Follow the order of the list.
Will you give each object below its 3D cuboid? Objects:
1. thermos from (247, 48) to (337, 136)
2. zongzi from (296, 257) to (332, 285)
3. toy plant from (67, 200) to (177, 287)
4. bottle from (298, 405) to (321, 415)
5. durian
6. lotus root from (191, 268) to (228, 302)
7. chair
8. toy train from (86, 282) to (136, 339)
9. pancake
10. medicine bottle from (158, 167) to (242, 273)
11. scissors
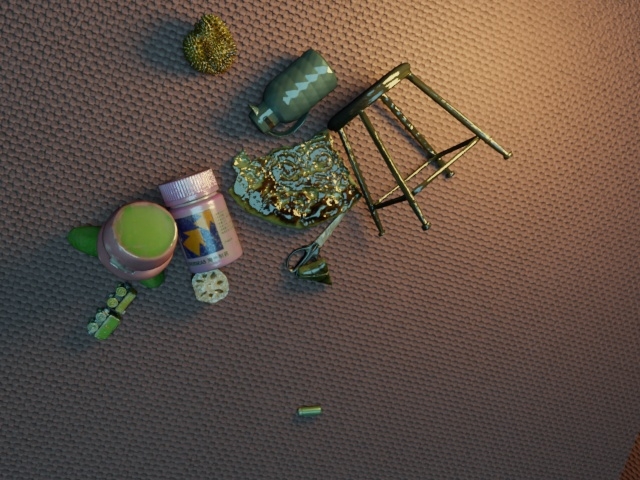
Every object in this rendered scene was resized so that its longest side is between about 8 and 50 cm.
[{"bbox_3d":[-0.088,-0.440,1.580,0.286,0.145,0.182,-41,140,0],"label":"thermos"},{"bbox_3d":[-0.020,0.128,1.729,0.109,0.055,0.119,-20,122,-8],"label":"zongzi"},{"bbox_3d":[-0.562,0.003,1.474,0.317,0.356,0.211,31,68,-18],"label":"toy plant"},{"bbox_3d":[-0.039,0.620,1.845,0.083,0.030,0.031,-1,101,-11],"label":"bottle"},{"bbox_3d":[-0.330,-0.570,1.503,0.158,0.137,0.168,-25,120,13],"label":"durian"},{"bbox_3d":[-0.360,0.137,1.656,0.112,0.081,0.122,-16,103,-11],"label":"lotus root"},{"bbox_3d":[0.254,-0.288,1.564,0.364,0.362,0.410,-40,97,-12],"label":"chair"},{"bbox_3d":[-0.662,0.226,1.621,0.081,0.060,0.202,39,91,-23],"label":"toy train"},{"bbox_3d":[-0.088,-0.186,1.672,0.426,0.067,0.305,-15,96,-8],"label":"pancake"},{"bbox_3d":[-0.367,-0.061,1.565,0.178,0.178,0.291,-19,105,-8],"label":"medicine bottle"},{"bbox_3d":[0.000,0.000,1.738,0.109,0.022,0.300,39,90,-20],"label":"scissors"}]
